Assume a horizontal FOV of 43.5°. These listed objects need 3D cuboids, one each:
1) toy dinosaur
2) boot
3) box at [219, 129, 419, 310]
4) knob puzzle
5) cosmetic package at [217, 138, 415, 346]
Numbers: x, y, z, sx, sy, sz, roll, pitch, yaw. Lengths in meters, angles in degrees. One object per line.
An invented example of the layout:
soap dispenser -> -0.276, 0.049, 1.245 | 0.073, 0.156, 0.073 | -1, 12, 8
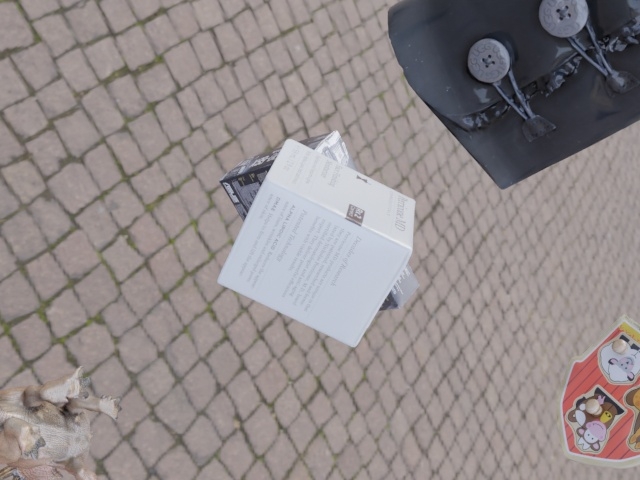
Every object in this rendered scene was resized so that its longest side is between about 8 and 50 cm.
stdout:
toy dinosaur -> -0.342, 0.221, 0.913 | 0.295, 0.200, 0.127 | 55, 38, -47
boot -> 0.226, -0.281, 0.647 | 0.146, 0.445, 0.367 | -33, 94, -41
box -> -0.005, -0.015, 1.366 | 0.076, 0.242, 0.307 | -45, 112, -40
knob puzzle -> 0.377, 0.204, 1.025 | 0.030, 0.213, 0.213 | 37, 53, -35
cosmetic package -> 0.000, 0.000, 0.967 | 0.184, 0.151, 0.151 | 25, 26, -4
